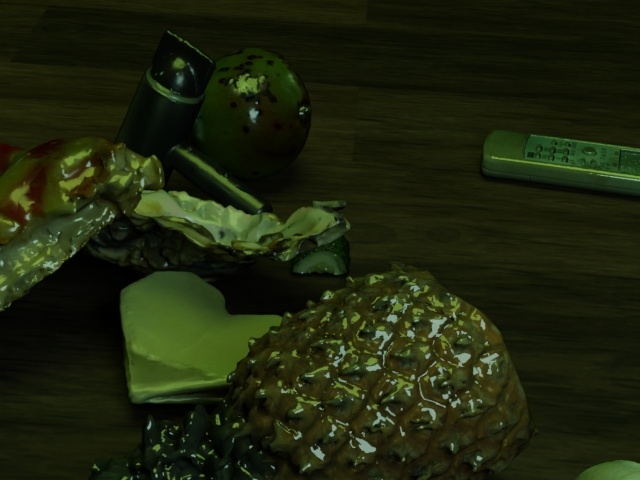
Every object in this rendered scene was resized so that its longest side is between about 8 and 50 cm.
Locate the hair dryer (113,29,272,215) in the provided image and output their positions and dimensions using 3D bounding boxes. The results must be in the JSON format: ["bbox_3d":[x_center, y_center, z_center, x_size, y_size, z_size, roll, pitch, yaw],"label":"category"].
[{"bbox_3d":[-0.116,-0.093,1.611,0.248,0.196,0.078,36,31,13],"label":"hair dryer"}]

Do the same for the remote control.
[{"bbox_3d":[0.317,-0.096,1.777,0.233,0.038,0.098,9,29,9],"label":"remote control"}]

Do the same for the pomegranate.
[{"bbox_3d":[-0.103,-0.149,1.728,0.205,0.159,0.159,-11,19,30],"label":"pomegranate"}]

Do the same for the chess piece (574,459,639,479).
[{"bbox_3d":[0.093,0.279,0.945,0.330,0.182,0.182,-15,33,-19],"label":"chess piece"}]

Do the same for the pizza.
[{"bbox_3d":[-0.345,-0.024,1.360,0.406,0.130,0.440,-25,31,6],"label":"pizza"}]

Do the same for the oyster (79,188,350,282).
[{"bbox_3d":[-0.141,-0.001,1.468,0.354,0.107,0.201,11,16,33],"label":"oyster"}]

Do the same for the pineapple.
[{"bbox_3d":[-0.019,0.161,1.148,0.362,0.202,0.202,-26,36,-13],"label":"pineapple"}]

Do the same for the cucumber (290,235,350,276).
[{"bbox_3d":[0.000,0.000,1.569,0.067,0.035,0.107,0,27,-2],"label":"cucumber"}]

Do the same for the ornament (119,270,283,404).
[{"bbox_3d":[-0.116,0.108,1.334,0.201,0.059,0.180,21,33,26],"label":"ornament"}]
